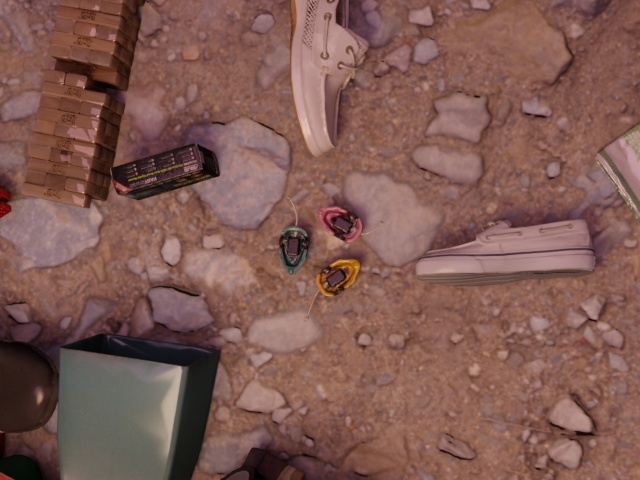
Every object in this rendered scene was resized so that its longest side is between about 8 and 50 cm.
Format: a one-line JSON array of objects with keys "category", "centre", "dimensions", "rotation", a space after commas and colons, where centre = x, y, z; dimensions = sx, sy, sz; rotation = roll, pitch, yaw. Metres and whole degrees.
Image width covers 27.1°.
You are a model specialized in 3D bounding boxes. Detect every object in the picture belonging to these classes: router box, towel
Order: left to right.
[{"category": "router box", "centre": [-0.202, -0.089, 1.734], "dimensions": [0.122, 0.092, 0.038], "rotation": [-15, 85, 9]}, {"category": "towel", "centre": [0.436, -0.105, 1.663], "dimensions": [0.152, 0.023, 0.113], "rotation": [-35, 83, 6]}]

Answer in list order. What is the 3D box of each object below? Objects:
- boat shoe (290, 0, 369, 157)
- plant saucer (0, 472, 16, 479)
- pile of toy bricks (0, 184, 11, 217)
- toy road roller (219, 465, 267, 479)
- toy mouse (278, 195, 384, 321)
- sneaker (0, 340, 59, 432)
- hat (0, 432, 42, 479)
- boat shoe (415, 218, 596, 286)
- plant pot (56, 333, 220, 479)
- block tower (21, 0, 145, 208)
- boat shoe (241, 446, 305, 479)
[{"category": "boat shoe", "centre": [0.014, -0.246, 1.703], "dimensions": [0.096, 0.098, 0.277], "rotation": [-3, 85, 10]}, {"category": "plant saucer", "centre": [-0.404, 0.399, 1.688], "dimensions": [0.259, 0.048, 0.258], "rotation": [24, 132, 9]}, {"category": "pile of toy bricks", "centre": [-0.516, -0.057, 1.792], "dimensions": [0.212, 0.118, 0.105], "rotation": [-29, 54, 23]}, {"category": "toy road roller", "centre": [-0.103, 0.434, 1.520], "dimensions": [0.329, 0.240, 0.202], "rotation": [-42, 104, -9]}, {"category": "toy mouse", "centre": [0.000, 0.000, 1.726], "dimensions": [0.161, 0.031, 0.143], "rotation": [-39, 82, 5]}, {"category": "sneaker", "centre": [-0.484, 0.165, 1.689], "dimensions": [0.330, 0.146, 0.122], "rotation": [13, 89, 30]}, {"category": "hat", "centre": [-0.395, 0.311, 1.780], "dimensions": [0.173, 0.183, 0.208], "rotation": [10, 131, 18]}, {"category": "boat shoe", "centre": [0.231, 0.012, 1.672], "dimensions": [0.226, 0.083, 0.076], "rotation": [-2, 75, -2]}, {"category": "plant pot", "centre": [-0.238, 0.252, 1.693], "dimensions": [0.165, 0.165, 0.234], "rotation": [7, 94, 10]}, {"category": "block tower", "centre": [-0.308, -0.212, 1.759], "dimensions": [0.091, 0.097, 0.336], "rotation": [11, 87, 10]}, {"category": "boat shoe", "centre": [-0.130, 0.394, 1.697], "dimensions": [0.092, 0.103, 0.285], "rotation": [35, 89, 15]}]
